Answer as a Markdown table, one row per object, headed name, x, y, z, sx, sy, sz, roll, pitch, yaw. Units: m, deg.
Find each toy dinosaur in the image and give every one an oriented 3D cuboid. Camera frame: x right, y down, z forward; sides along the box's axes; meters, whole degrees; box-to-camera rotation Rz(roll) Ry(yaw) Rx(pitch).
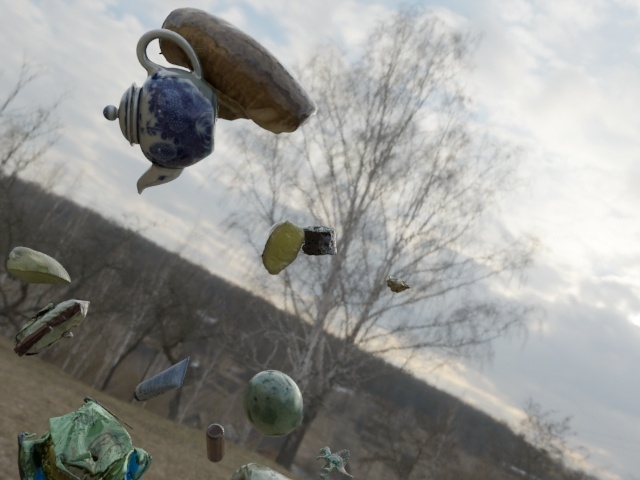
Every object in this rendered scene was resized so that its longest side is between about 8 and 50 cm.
| name | x | y | z | sx | sy | sz | roll | pitch | yaw |
| --- | --- | --- | --- | --- | --- | --- | --- | --- | --- |
| toy dinosaur | 0.052 | 0.673 | 1.953 | 0.187 | 0.106 | 0.044 | -18 | -73 | 43 |

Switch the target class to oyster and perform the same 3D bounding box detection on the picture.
| name | x | y | z | sx | sy | sz | roll | pitch | yaw |
| --- | --- | --- | --- | --- | --- | --- | --- | --- | --- |
| oyster | 0.237 | 0.135 | 1.941 | 0.081 | 0.038 | 0.083 | 7 | 10 | 15 |

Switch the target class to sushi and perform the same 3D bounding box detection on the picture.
| name | x | y | z | sx | sy | sz | roll | pitch | yaw |
| --- | --- | --- | --- | --- | --- | --- | --- | --- | --- |
| sushi | 0.000 | 0.000 | 1.813 | 0.094 | 0.084 | 0.098 | 3 | 10 | 35 |

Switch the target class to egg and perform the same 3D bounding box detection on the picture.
| name | x | y | z | sx | sy | sz | roll | pitch | yaw |
| --- | --- | --- | --- | --- | --- | --- | --- | --- | --- |
| egg | -0.135 | 0.466 | 1.836 | 0.169 | 0.169 | 0.236 | 20 | -35 | 23 |

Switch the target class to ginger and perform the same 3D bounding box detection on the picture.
| name | x | y | z | sx | sy | sz | roll | pitch | yaw |
| --- | --- | --- | --- | --- | --- | --- | --- | --- | --- |
| ginger | -0.146 | 0.021 | 2.214 | 0.115 | 0.193 | 0.122 | 31 | -6 | -21 |

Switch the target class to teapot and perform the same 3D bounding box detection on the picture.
| name | x | y | z | sx | sy | sz | roll | pitch | yaw |
| --- | --- | --- | --- | --- | --- | --- | --- | --- | --- |
| teapot | -0.401 | -0.310 | 1.614 | 0.280 | 0.424 | 0.252 | 4 | 22 | -9 |

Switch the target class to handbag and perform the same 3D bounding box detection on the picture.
| name | x | y | z | sx | sy | sz | roll | pitch | yaw |
| --- | --- | --- | --- | --- | --- | --- | --- | --- | --- |
| handbag | -0.841 | 0.266 | 2.033 | 0.127 | 0.235 | 0.213 | 53 | -11 | -10 |

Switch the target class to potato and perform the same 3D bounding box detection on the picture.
| name | x | y | z | sx | sy | sz | roll | pitch | yaw |
| --- | --- | --- | --- | --- | --- | --- | --- | --- | --- |
| potato | -0.714 | 0.058 | 1.642 | 0.120 | 0.081 | 0.149 | 0 | -18 | -4 |

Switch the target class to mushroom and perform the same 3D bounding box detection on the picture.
| name | x | y | z | sx | sy | sz | roll | pitch | yaw |
| --- | --- | --- | --- | --- | --- | --- | --- | --- | --- |
| mushroom | -0.193 | -0.446 | 1.690 | 0.397 | 0.224 | 0.313 | 23 | -29 | 29 |

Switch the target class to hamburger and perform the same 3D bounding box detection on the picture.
| name | x | y | z | sx | sy | sz | roll | pitch | yaw |
| --- | --- | --- | --- | --- | --- | --- | --- | --- | --- |
| hamburger | -0.557 | 0.509 | 1.511 | 0.260 | 0.276 | 0.150 | 56 | -43 | 9 |

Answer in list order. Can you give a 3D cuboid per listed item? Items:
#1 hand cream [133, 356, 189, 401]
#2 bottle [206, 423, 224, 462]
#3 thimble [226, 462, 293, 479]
| name | x | y | z | sx | sy | sz | roll | pitch | yaw |
| --- | --- | --- | --- | --- | --- | --- | --- | --- | --- |
| hand cream | -0.458 | 0.414 | 1.855 | 0.058 | 0.091 | 0.271 | 35 | -45 | -26 |
| bottle | -0.304 | 0.587 | 1.858 | 0.053 | 0.053 | 0.140 | 22 | -46 | 15 |
| thimble | -0.159 | 0.717 | 1.607 | 0.195 | 0.291 | 0.291 | 29 | -13 | -14 |
